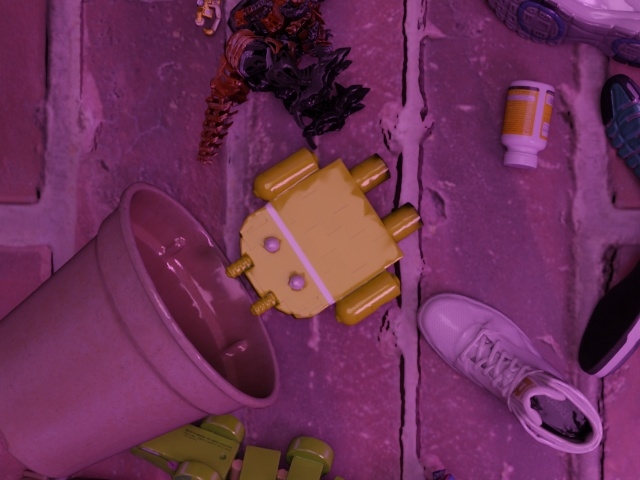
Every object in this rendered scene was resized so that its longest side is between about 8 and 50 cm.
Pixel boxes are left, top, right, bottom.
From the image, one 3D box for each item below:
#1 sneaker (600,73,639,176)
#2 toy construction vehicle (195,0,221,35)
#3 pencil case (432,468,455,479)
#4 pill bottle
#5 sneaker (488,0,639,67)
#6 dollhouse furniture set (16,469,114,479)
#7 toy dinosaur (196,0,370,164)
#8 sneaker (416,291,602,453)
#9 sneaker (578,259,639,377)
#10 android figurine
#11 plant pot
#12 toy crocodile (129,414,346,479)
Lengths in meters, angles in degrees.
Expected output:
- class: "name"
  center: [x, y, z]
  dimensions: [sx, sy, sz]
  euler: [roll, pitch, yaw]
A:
- class: "sneaker"
  center: [0.476, -0.137, 1.560]
  dimensions: [0.098, 0.083, 0.224]
  euler: [-24, 86, -26]
- class: "toy construction vehicle"
  center: [-0.155, -0.343, 1.566]
  dimensions: [0.035, 0.086, 0.098]
  euler: [4, 87, -5]
- class: "pencil case"
  center: [0.208, 0.428, 1.527]
  dimensions: [0.104, 0.104, 0.236]
  euler: [-39, 86, 0]
- class: "pill bottle"
  center: [0.287, -0.161, 1.557]
  dimensions: [0.065, 0.065, 0.116]
  euler: [9, 88, 2]
- class: "sneaker"
  center: [0.369, -0.338, 1.556]
  dimensions: [0.297, 0.111, 0.129]
  euler: [18, 73, -2]
- class: "dollhouse furniture set"
  center: [-0.237, 0.478, 1.565]
  dimensions: [0.355, 0.174, 0.303]
  euler: [6, 102, 31]
- class: "toy dinosaur"
  center: [-0.057, -0.243, 1.552]
  dimensions: [0.218, 0.164, 0.322]
  euler: [34, 106, 20]
- class: "sneaker"
  center: [0.257, 0.172, 1.497]
  dimensions: [0.292, 0.169, 0.108]
  euler: [37, 91, 4]
- class: "sneaker"
  center: [0.499, 0.091, 1.521]
  dimensions: [0.178, 0.124, 0.295]
  euler: [27, 111, -15]
- class: "android figurine"
  center: [0.000, 0.000, 1.550]
  dimensions: [0.273, 0.056, 0.248]
  euler: [-31, 87, -9]
- class: "plant pot"
  center: [-0.270, 0.144, 1.461]
  dimensions: [0.305, 0.334, 0.334]
  euler: [-32, 88, 12]
- class: "toy crocodile"
  center: [-0.095, 0.325, 1.539]
  dimensions: [0.340, 0.105, 0.115]
  euler: [16, 47, 3]
